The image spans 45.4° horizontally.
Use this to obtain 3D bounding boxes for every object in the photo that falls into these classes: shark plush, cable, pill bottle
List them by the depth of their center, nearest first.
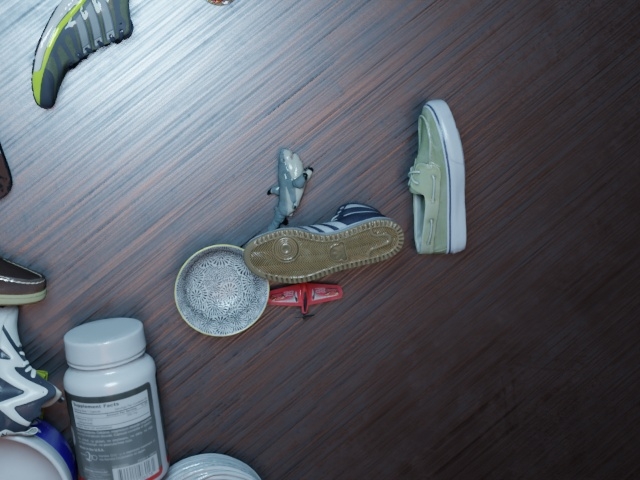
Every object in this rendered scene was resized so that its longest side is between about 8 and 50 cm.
[{"bbox_3d":[-0.366,0.291,1.361,0.161,0.161,0.283,-8,104,-11],"label":"pill bottle"},{"bbox_3d":[-0.066,-0.087,1.419,0.067,0.073,0.161,22,119,2],"label":"shark plush"},{"bbox_3d":[-0.219,0.544,1.492,0.257,0.089,0.257,13,99,-16],"label":"cable"}]

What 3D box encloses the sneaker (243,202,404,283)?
[{"bbox_3d":[0.000,0.000,1.394,0.282,0.153,0.099,-9,106,-4],"label":"sneaker"}]

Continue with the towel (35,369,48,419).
[{"bbox_3d":[-0.565,0.348,1.400,0.102,0.021,0.237,8,100,-16],"label":"towel"}]

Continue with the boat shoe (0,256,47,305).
[{"bbox_3d":[-0.617,0.013,1.264,0.341,0.123,0.123,18,99,-10],"label":"boat shoe"}]

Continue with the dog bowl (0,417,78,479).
[{"bbox_3d":[-0.570,0.442,1.356,0.264,0.104,0.265,-2,102,-11],"label":"dog bowl"}]

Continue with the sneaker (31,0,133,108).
[{"bbox_3d":[-0.375,-0.342,1.246,0.121,0.111,0.300,27,97,-21],"label":"sneaker"}]

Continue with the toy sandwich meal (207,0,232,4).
[{"bbox_3d":[-0.173,-0.446,1.307,0.085,0.029,0.086,-3,103,-13],"label":"toy sandwich meal"}]

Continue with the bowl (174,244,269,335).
[{"bbox_3d":[-0.182,0.082,1.399,0.170,0.080,0.170,-3,103,-12],"label":"bowl"}]

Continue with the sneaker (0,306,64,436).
[{"bbox_3d":[-0.512,0.228,1.318,0.153,0.094,0.235,18,54,-26],"label":"sneaker"}]

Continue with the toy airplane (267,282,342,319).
[{"bbox_3d":[-0.035,0.079,1.460,0.151,0.028,0.151,-3,103,-14],"label":"toy airplane"}]

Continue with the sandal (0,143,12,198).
[{"bbox_3d":[-0.578,-0.185,1.258,0.097,0.054,0.255,-23,107,-7],"label":"sandal"}]

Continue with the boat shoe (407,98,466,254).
[{"bbox_3d":[0.213,-0.109,1.436,0.094,0.109,0.302,-12,108,-8],"label":"boat shoe"}]
